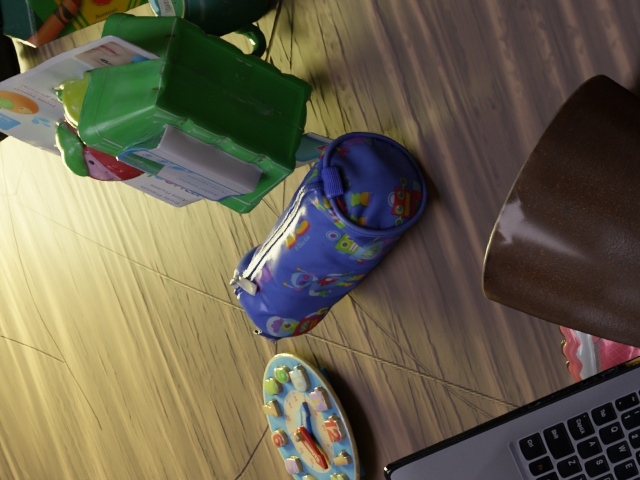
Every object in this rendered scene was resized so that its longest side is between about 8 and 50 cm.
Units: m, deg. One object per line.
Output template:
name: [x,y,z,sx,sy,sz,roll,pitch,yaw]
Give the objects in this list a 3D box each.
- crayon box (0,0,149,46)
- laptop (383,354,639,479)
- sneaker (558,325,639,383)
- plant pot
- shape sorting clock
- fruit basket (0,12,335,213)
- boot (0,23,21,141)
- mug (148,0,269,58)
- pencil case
crayon box: [-0.283,-0.399,1.933,0.081,0.202,0.318,25,133,44]
laptop: [0.324,0.313,1.490,0.236,0.408,0.382,-108,-7,-57]
sneaker: [0.310,0.177,1.596,0.136,0.116,0.313,10,121,50]
plant pot: [0.289,0.006,1.448,0.230,0.215,0.215,28,137,20]
shape sorting clock: [-0.015,0.238,2.156,0.206,0.040,0.206,32,131,44]
fruit basket: [-0.191,-0.113,1.917,0.353,0.327,0.165,-20,54,46]
boot: [-0.447,-0.226,2.181,0.445,0.146,0.367,-125,23,-63]
mug: [-0.124,-0.275,1.895,0.158,0.097,0.129,46,144,25]
pencil case: [0.000,0.000,1.892,0.306,0.133,0.119,-49,50,55]
